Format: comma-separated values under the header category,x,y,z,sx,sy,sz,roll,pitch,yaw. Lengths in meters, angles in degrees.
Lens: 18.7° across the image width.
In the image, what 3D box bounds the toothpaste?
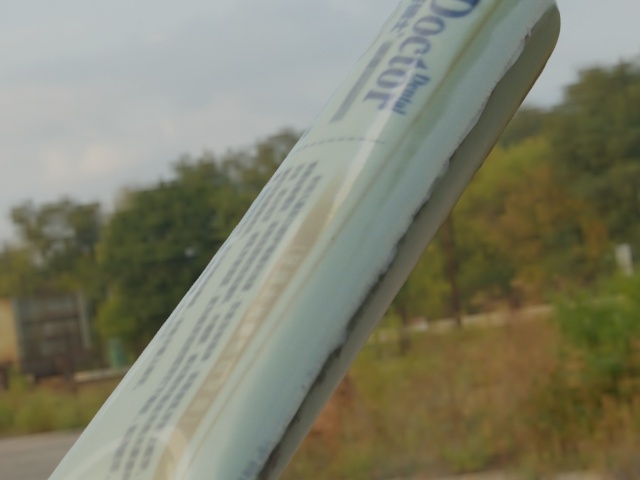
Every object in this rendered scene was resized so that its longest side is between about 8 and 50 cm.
category,x,y,z,sx,sy,sz,roll,pitch,yaw
toothpaste,0.000,0.000,0.428,0.067,0.037,0.255,-12,32,43
